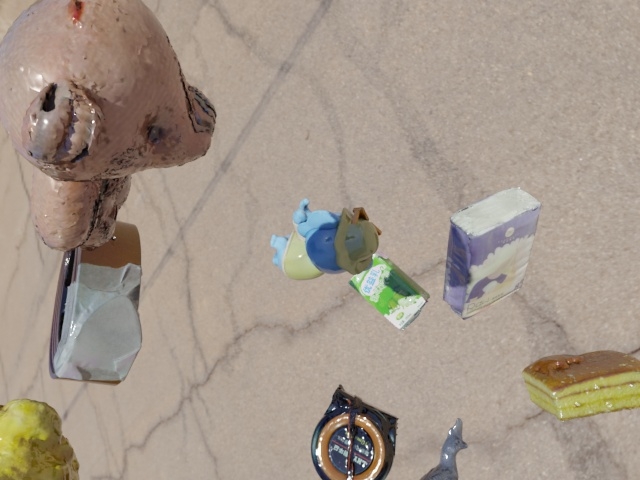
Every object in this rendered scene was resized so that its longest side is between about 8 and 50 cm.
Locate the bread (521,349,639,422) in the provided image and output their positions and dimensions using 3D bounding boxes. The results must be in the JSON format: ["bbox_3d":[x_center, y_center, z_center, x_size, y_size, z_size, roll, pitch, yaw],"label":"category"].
[{"bbox_3d":[0.624,0.331,1.127,0.234,0.184,0.110,-12,88,3],"label":"bread"}]

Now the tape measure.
[{"bbox_3d":[0.080,0.488,1.153,0.202,0.135,0.222,22,78,15],"label":"tape measure"}]

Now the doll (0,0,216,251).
[{"bbox_3d":[-0.184,-0.084,0.454,0.303,0.156,0.201,123,153,-60],"label":"doll"}]

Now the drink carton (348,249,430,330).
[{"bbox_3d":[0.257,0.179,1.764,0.271,0.108,0.161,42,108,10],"label":"drink carton"}]

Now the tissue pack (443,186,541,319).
[{"bbox_3d":[0.472,0.045,1.352,0.125,0.243,0.343,49,157,44],"label":"tissue pack"}]

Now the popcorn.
[{"bbox_3d":[-0.422,0.322,0.668,0.201,0.226,0.203,12,80,16],"label":"popcorn"}]

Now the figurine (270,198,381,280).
[{"bbox_3d":[-0.001,0.004,1.043,0.262,0.154,0.179,-1,112,23],"label":"figurine"}]

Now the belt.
[{"bbox_3d":[-0.427,0.109,0.920,0.217,0.122,0.338,-40,49,39],"label":"belt"}]

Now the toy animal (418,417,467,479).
[{"bbox_3d":[0.266,0.626,1.144,0.205,0.367,0.081,59,152,-12],"label":"toy animal"}]
